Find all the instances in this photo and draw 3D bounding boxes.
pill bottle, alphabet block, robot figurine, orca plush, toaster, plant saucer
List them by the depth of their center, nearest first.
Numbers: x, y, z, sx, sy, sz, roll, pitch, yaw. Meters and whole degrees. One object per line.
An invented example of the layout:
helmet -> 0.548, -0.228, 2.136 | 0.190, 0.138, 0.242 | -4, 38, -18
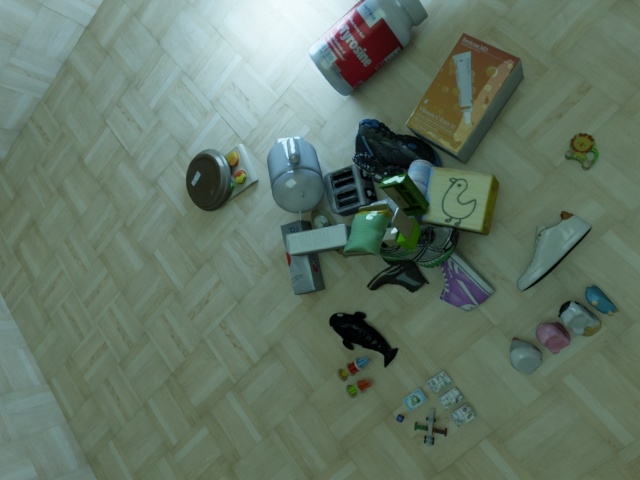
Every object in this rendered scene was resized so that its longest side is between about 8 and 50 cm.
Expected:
alphabet block -> 0.468, -0.129, 1.592 | 0.197, 0.193, 0.192 | 11, 94, 26
pill bottle -> 0.327, -0.189, 1.614 | 0.087, 0.087, 0.160 | 6, 55, 26
pill bottle -> 0.175, -0.743, 1.742 | 0.408, 0.229, 0.229 | -37, 73, 20
orca plush -> 0.139, 0.366, 1.778 | 0.287, 0.102, 0.151 | 44, 106, 21
toaster -> 0.109, -0.190, 1.815 | 0.186, 0.110, 0.168 | -16, 80, 25
robot figurine -> -0.095, -0.248, 1.828 | 0.200, 0.300, 0.353 | -11, 53, -2
plant saucer -> -0.510, -0.270, 2.135 | 0.278, 0.041, 0.278 | 2, 94, 35

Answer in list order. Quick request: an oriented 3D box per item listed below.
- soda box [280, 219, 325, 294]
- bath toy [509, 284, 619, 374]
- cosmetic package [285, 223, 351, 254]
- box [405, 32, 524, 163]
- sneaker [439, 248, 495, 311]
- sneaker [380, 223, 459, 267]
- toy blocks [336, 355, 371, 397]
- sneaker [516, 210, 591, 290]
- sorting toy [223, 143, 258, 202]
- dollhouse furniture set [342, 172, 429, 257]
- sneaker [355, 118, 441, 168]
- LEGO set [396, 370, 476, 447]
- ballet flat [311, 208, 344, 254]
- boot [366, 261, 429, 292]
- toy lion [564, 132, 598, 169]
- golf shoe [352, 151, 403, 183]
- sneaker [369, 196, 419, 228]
soda box -> -0.072, 0.068, 1.901 | 0.098, 0.091, 0.286 | -16, 81, 25
bath toy -> 0.734, 0.280, 1.483 | 0.151, 0.129, 0.348 | 38, 113, -16
cosmetic package -> 0.000, 0.000, 1.771 | 0.231, 0.117, 0.085 | -12, 83, 14
box -> 0.485, -0.470, 1.612 | 0.215, 0.168, 0.345 | 36, 103, 23
sneaker -> 0.441, 0.119, 1.647 | 0.161, 0.102, 0.282 | -46, 69, 21
sneaker -> 0.303, 0.007, 1.597 | 0.343, 0.146, 0.134 | -9, 49, 48
toy blocks -> 0.144, 0.504, 1.780 | 0.148, 0.054, 0.123 | -41, 71, 32
sneaker -> 0.710, 0.031, 1.524 | 0.290, 0.106, 0.123 | -48, 65, 5
sorting toy -> -0.392, -0.295, 2.103 | 0.208, 0.038, 0.193 | -30, 75, 22
dollhouse furniture set -> 0.171, -0.071, 1.556 | 0.301, 0.151, 0.197 | -8, 48, 46
sneaker -> 0.280, -0.319, 1.754 | 0.341, 0.125, 0.139 | 33, 131, 19
LEGO set -> 0.394, 0.603, 1.686 | 0.244, 0.060, 0.182 | -39, 68, 10
ballet flat -> 0.031, -0.041, 1.866 | 0.080, 0.073, 0.232 | -48, 69, 19
boot -> 0.280, 0.157, 1.740 | 0.198, 0.077, 0.137 | -41, 77, 20
toy lion -> 0.833, -0.288, 1.513 | 0.100, 0.034, 0.096 | 41, 97, 22
golf shoe -> 0.200, -0.247, 1.738 | 0.198, 0.094, 0.077 | 29, 65, 6
sneaker -> 0.262, -0.091, 1.713 | 0.305, 0.114, 0.152 | -42, 46, 19
